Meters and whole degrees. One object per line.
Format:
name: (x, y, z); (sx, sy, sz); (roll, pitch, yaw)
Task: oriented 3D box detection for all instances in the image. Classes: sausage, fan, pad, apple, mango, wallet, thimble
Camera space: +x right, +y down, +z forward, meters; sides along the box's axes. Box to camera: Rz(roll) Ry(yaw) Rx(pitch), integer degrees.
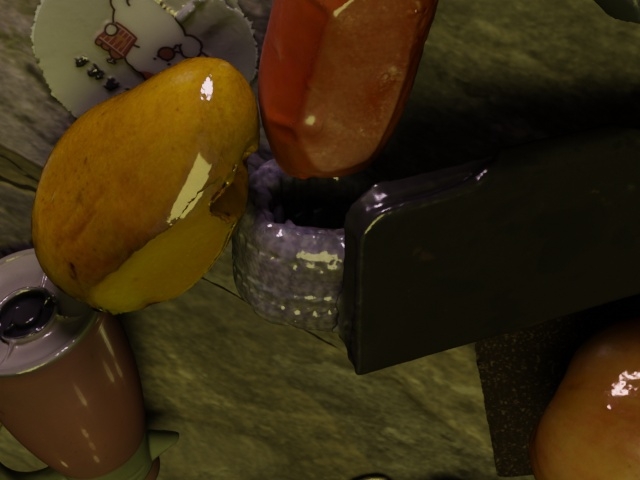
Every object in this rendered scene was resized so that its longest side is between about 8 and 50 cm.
sausage: (0.019, -0.160, 1.336); (0.133, 0.133, 0.258); (10, 130, -6)
fan: (-0.101, -0.194, 1.387); (0.191, 0.009, 0.329); (37, 122, -24)
pad: (0.257, 0.102, 1.617); (0.220, 0.004, 0.330); (-6, 129, 7)
apple: (0.312, 0.182, 1.545); (0.241, 0.242, 0.242); (27, 126, -3)
mango: (-0.140, -0.047, 1.406); (0.130, 0.167, 0.262); (-5, 156, -48)
wallet: (0.189, -0.006, 1.414); (0.378, 0.051, 0.197); (-16, 133, -16)
thimble: (-0.002, -0.001, 1.454); (0.150, 0.150, 0.097); (6, 128, -2)

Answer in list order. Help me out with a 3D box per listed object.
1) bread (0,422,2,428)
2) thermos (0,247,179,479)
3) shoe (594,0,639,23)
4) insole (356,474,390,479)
bread: (-0.466, 0.208, 1.691); (0.236, 0.198, 0.263); (39, 125, 14)
thermos: (-0.243, 0.150, 1.592); (0.176, 0.146, 0.265); (-18, 135, 0)
shoe: (0.192, -0.247, 1.276); (0.093, 0.108, 0.241); (-21, 120, 24)
insole: (0.079, 0.334, 1.809); (0.081, 0.011, 0.248); (-14, 127, 13)
